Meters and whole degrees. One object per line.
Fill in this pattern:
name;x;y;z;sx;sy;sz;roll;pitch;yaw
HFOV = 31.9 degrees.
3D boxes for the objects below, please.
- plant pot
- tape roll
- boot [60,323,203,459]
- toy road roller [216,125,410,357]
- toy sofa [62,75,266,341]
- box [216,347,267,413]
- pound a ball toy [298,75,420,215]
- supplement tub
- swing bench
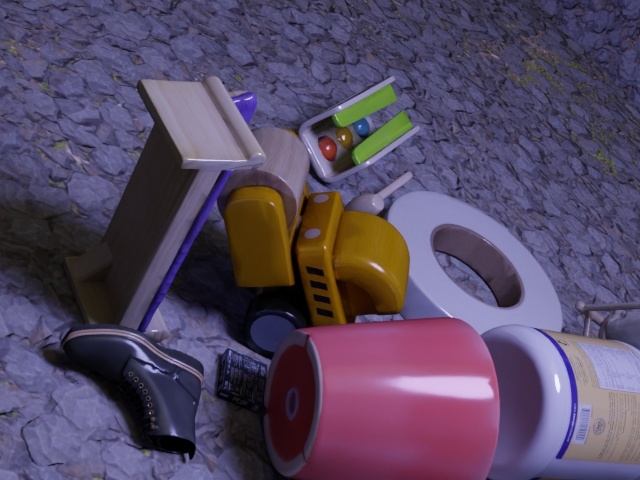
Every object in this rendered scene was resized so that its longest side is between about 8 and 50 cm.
plant pot;0.068;0.227;1.516;0.243;0.275;0.275;8;42;-23
tape roll;0.268;0.068;2.047;0.392;0.072;0.392;24;35;-18
boot;-0.237;0.191;1.426;0.198;0.077;0.137;19;42;-23
toy road roller;0.000;0.000;1.643;0.240;0.329;0.202;-4;33;11
toy sofa;-0.192;-0.033;1.477;0.177;0.362;0.150;-2;48;-37
box;-0.110;0.197;1.581;0.067;0.018;0.083;25;35;-18
pound a ball toy;0.077;-0.168;2.138;0.208;0.136;0.319;62;33;-7
supplement tub;0.393;0.266;1.761;0.331;0.241;0.241;11;41;-34
swing bench;0.622;0.208;2.001;0.255;0.253;0.165;16;79;-27
